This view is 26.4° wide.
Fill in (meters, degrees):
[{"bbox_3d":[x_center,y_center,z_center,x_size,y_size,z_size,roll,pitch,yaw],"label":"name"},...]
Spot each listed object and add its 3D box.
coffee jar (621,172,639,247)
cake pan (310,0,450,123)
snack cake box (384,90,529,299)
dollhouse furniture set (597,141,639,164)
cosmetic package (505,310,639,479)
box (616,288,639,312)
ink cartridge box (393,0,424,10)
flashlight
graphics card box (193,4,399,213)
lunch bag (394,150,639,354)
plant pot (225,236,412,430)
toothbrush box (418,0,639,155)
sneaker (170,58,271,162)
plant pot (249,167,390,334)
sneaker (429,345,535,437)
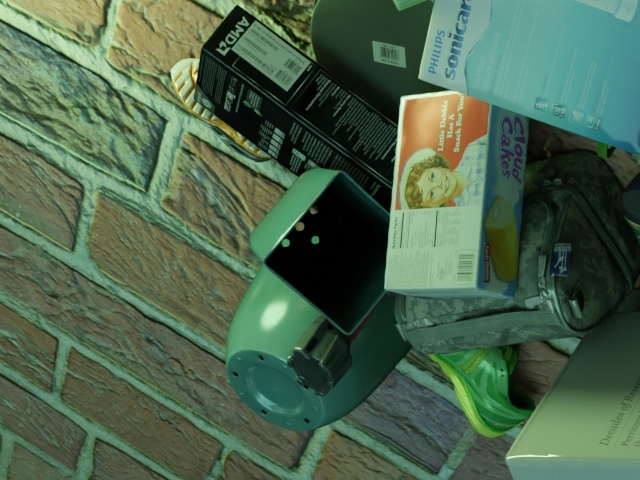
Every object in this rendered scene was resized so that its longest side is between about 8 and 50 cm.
[{"bbox_3d":[0.461,-0.009,1.795,0.096,0.079,0.184,24,156,42],"label":"coffee jar"},{"bbox_3d":[0.108,-0.264,1.867,0.293,0.054,0.293,21,138,20],"label":"cake pan"},{"bbox_3d":[0.176,-0.058,1.769,0.152,0.264,0.089,-2,168,43],"label":"snack cake box"},{"bbox_3d":[0.432,-0.123,1.740,0.152,0.076,0.058,17,135,25],"label":"dollhouse furniture set"},{"bbox_3d":[0.512,0.302,1.707,0.394,0.327,0.329,-5,119,38],"label":"cosmetic package"},{"bbox_3d":[0.496,0.139,1.938,0.170,0.091,0.130,-10,121,43],"label":"box"},{"bbox_3d":[0.072,-0.412,1.642,0.056,0.171,0.235,-20,116,4],"label":"ink cartridge box"},{"bbox_3d":[0.060,0.108,2.071,0.103,0.304,0.103,33,142,4],"label":"flashlight"},{"bbox_3d":[-0.009,-0.161,1.967,0.371,0.094,0.233,35,166,2],"label":"graphics card box"},{"bbox_3d":[0.271,0.040,1.881,0.305,0.256,0.212,-14,119,44],"label":"lunch bag"},{"bbox_3d":[-0.020,0.169,2.249,0.293,0.235,0.293,21,138,20],"label":"plant pot"},{"bbox_3d":[0.289,-0.260,1.631,0.296,0.126,0.216,20,121,19],"label":"toothbrush box"},{"bbox_3d":[-0.150,-0.194,2.117,0.215,0.084,0.083,44,162,4],"label":"sneaker"},{"bbox_3d":[0.000,0.000,1.948,0.165,0.165,0.234,41,176,-19],"label":"plant pot"},{"bbox_3d":[0.249,0.177,2.177,0.124,0.109,0.295,-24,112,23],"label":"sneaker"}]
